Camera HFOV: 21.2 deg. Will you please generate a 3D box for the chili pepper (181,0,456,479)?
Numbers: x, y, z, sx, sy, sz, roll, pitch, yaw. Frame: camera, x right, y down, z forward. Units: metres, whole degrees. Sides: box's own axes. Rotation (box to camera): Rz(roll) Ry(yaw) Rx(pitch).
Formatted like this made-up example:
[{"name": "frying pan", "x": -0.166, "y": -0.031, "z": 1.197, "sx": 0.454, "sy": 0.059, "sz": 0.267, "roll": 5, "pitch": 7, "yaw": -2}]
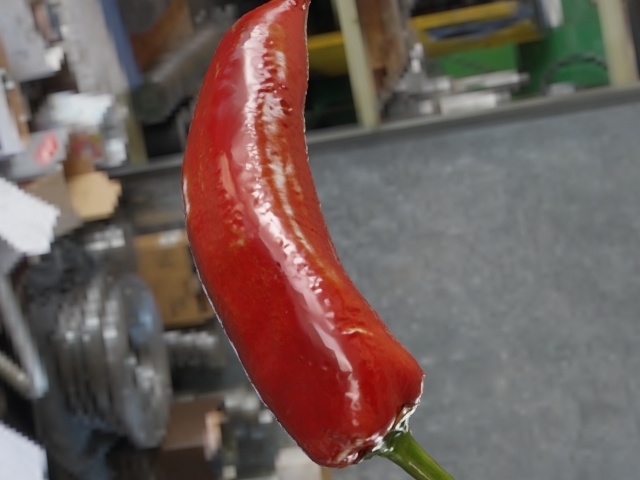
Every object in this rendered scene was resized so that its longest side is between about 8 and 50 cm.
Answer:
[{"name": "chili pepper", "x": -0.007, "y": -0.003, "z": 0.977, "sx": 0.092, "sy": 0.137, "sz": 0.368, "roll": 123, "pitch": -46, "yaw": -57}]
